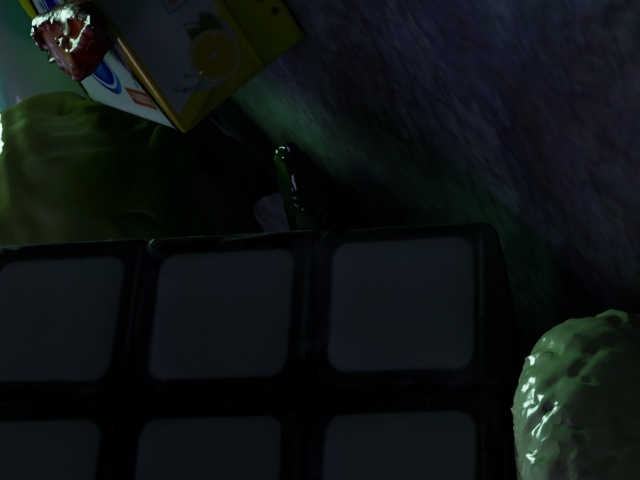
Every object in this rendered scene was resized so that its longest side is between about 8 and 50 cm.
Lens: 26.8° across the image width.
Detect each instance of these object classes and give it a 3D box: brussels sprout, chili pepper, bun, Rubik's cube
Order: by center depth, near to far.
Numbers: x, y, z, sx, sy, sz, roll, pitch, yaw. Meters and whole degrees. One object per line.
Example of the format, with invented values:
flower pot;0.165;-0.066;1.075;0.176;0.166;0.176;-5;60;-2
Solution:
bun;0.156;0.135;0.598;0.220;0.134;0.220;-10;-90;-84
chili pepper;-0.138;-0.118;0.757;0.045;0.027;0.178;50;169;-10
Rubik's cube;-0.025;0.191;0.785;0.305;0.301;0.303;67;-157;-61
chili pepper;0.000;0.000;1.013;0.088;0.059;0.227;49;167;38
brussels sprout;-0.154;0.010;1.041;0.294;0.227;0.259;49;-158;7

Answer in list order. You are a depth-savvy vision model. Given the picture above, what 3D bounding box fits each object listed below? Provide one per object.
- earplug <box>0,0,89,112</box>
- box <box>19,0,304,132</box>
earplug;-0.233;-0.115;1.331;0.324;0.185;0.185;60;168;-8
box;-0.131;-0.174;0.876;0.168;0.097;0.265;57;168;-22
